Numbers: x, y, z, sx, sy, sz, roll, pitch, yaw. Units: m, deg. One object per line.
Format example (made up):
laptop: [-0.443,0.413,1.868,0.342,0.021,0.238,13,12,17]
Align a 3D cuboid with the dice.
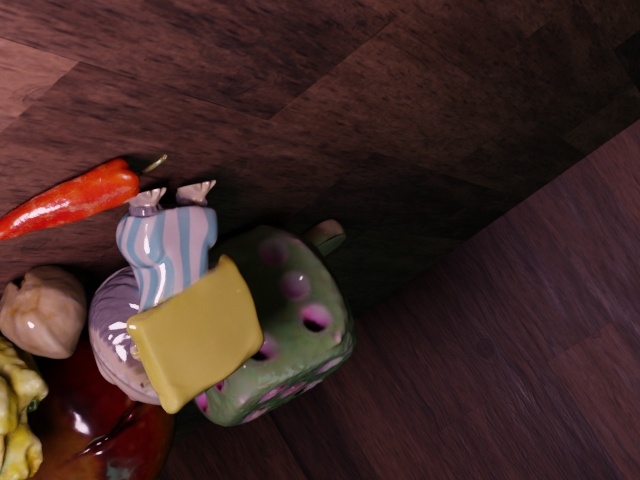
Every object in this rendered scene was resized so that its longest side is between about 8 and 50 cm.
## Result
dice: [-0.135,0.175,2.108,0.318,0.322,0.330,-23,162,-29]

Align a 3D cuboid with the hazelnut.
hazelnut: [-0.498,0.371,1.955,0.429,0.402,0.402,-48,162,16]

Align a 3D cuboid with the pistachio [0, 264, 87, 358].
pistachio: [-0.446,0.116,1.640,0.138,0.153,0.238,-20,-169,-7]

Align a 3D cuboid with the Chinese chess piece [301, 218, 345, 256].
Chinese chess piece: [0.000,0.000,2.360,0.122,0.051,0.122,-31,165,-9]

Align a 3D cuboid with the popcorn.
popcorn: [-0.569,0.264,1.586,0.312,0.312,0.312,-30,166,-8]

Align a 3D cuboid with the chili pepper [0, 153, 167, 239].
chili pepper: [-0.337,-0.061,1.426,0.272,0.063,0.071,-25,152,-16]

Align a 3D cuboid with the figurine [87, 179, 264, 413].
figurine: [-0.321,0.091,1.723,0.378,0.361,0.266,-1,-171,43]
